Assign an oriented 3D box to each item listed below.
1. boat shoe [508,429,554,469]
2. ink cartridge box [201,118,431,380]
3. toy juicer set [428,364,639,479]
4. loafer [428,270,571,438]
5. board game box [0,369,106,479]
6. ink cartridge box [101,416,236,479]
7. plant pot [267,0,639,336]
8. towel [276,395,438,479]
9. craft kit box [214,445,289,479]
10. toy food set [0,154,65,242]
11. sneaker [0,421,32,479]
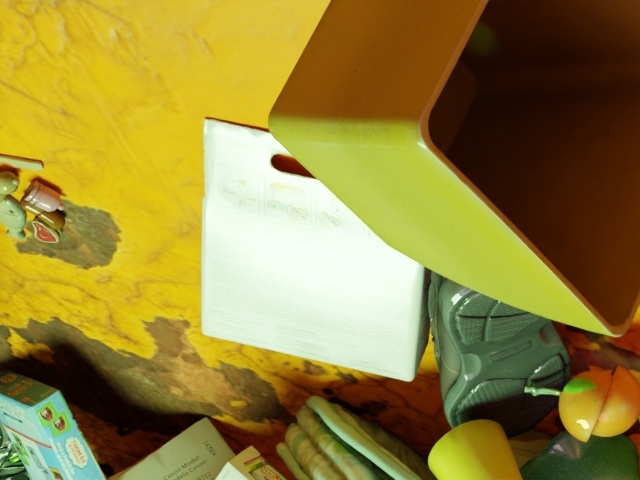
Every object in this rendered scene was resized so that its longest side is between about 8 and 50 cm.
[{"bbox_3d":[0.253,0.280,1.689,0.285,0.089,0.104,35,145,-26],"label":"boat shoe"},{"bbox_3d":[0.000,0.000,1.437,0.189,0.066,0.232,12,128,11],"label":"ink cartridge box"},{"bbox_3d":[0.247,0.196,1.535,0.209,0.089,0.329,-38,137,10],"label":"toy juicer set"},{"bbox_3d":[0.138,0.066,1.435,0.109,0.095,0.302,-16,150,-1],"label":"loafer"},{"bbox_3d":[-0.258,0.238,1.803,0.160,0.039,0.211,8,125,61],"label":"board game box"},{"bbox_3d":[-0.138,0.330,1.892,0.272,0.130,0.309,51,157,21],"label":"ink cartridge box"},{"bbox_3d":[0.097,-0.088,1.094,0.187,0.212,0.212,3,149,48],"label":"plant pot"},{"bbox_3d":[0.139,0.296,1.608,0.320,0.090,0.374,38,-179,-27],"label":"towel"},{"bbox_3d":[-0.045,0.359,1.636,0.247,0.061,0.250,40,114,14],"label":"craft kit box"},{"bbox_3d":[-0.253,-0.028,1.534,0.078,0.019,0.122,10,148,14],"label":"toy food set"},{"bbox_3d":[-0.337,0.239,1.948,0.067,0.078,0.188,-10,137,40],"label":"sneaker"}]
